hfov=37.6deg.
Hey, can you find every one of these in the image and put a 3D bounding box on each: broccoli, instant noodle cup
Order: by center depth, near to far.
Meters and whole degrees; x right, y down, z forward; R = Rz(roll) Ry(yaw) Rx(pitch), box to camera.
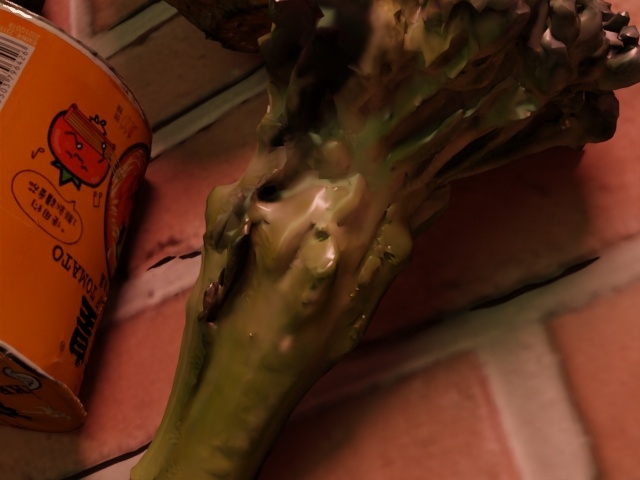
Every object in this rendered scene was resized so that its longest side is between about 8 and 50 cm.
[{"bbox_3d":[0.004,0.004,0.400,0.145,0.165,0.304,34,103,10],"label":"broccoli"},{"bbox_3d":[-0.196,-0.015,0.500,0.216,0.216,0.172,-1,58,35],"label":"instant noodle cup"}]

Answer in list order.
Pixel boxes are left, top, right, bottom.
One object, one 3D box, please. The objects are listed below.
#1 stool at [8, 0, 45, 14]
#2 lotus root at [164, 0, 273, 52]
[{"bbox_3d":[-0.277,-0.174,0.687,0.153,0.228,0.139,-9,79,-15],"label":"stool"},{"bbox_3d":[-0.057,-0.237,0.513,0.160,0.152,0.274,-20,82,1],"label":"lotus root"}]
